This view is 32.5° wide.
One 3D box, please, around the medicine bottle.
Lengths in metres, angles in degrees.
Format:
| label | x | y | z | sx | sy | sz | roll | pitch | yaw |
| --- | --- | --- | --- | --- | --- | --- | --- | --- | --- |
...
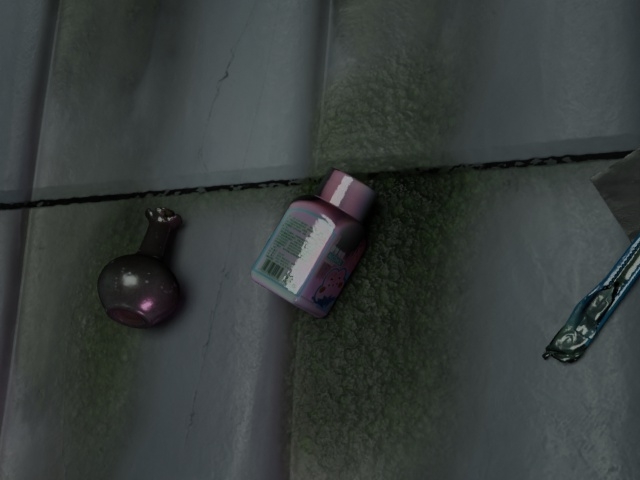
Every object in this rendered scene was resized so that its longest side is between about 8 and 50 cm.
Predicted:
| label | x | y | z | sx | sy | sz | roll | pitch | yaw |
| --- | --- | --- | --- | --- | --- | --- | --- | --- | --- |
| medicine bottle | 0.000 | 0.000 | 1.499 | 0.094 | 0.119 | 0.188 | 29 | 87 | 27 |

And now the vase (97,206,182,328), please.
| label | x | y | z | sx | sy | sz | roll | pitch | yaw |
| --- | --- | --- | --- | --- | --- | --- | --- | --- | --- |
| vase | -0.253 | 0.034 | 1.612 | 0.120 | 0.120 | 0.182 | 2 | 60 | 24 |

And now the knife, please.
| label | x | y | z | sx | sy | sz | roll | pitch | yaw |
| --- | --- | --- | --- | --- | --- | --- | --- | --- | --- |
| knife | 0.378 | 0.037 | 1.372 | 0.044 | 0.026 | 0.296 | 37 | 93 | 40 |

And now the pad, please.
| label | x | y | z | sx | sy | sz | roll | pitch | yaw |
| --- | --- | --- | --- | --- | --- | --- | --- | --- | --- |
| pad | 0.438 | -0.035 | 1.385 | 0.116 | 0.004 | 0.193 | -32 | 64 | 12 |
